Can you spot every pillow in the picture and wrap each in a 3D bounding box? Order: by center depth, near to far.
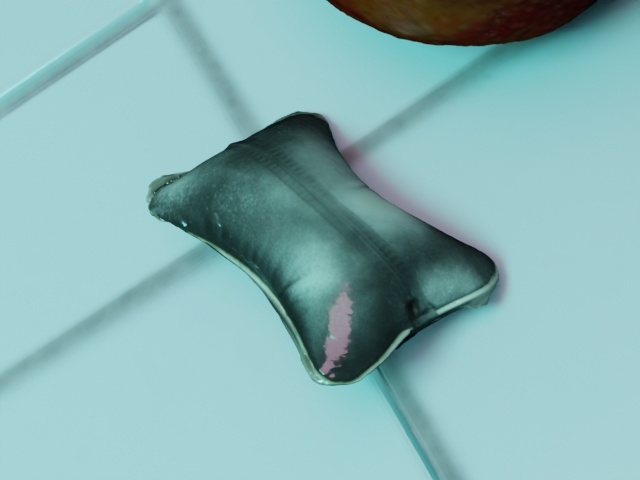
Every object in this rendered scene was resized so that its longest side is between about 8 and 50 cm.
[{"bbox_3d":[0.000,-0.001,0.665,0.091,0.055,0.135,-43,63,-3],"label":"pillow"}]

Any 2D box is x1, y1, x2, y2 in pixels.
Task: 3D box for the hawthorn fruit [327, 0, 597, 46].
[{"bbox_3d":[0.037,-0.182,0.654,0.251,0.189,0.189,16,75,34],"label":"hawthorn fruit"}]
